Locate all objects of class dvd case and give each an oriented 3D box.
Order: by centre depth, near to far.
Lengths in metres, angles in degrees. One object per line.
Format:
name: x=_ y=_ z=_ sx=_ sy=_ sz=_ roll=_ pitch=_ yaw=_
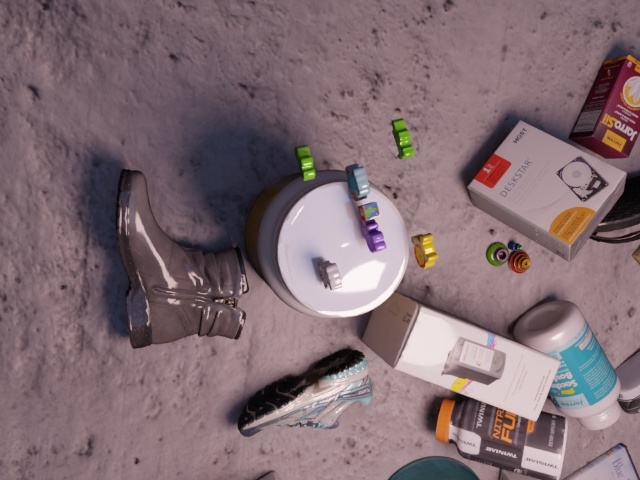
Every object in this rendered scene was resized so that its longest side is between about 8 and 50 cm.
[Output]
dvd case: x=0.626 y=0.604 z=1.436 sx=0.253 sy=0.022 sz=0.180 roll=-28 pitch=100 yaw=-9

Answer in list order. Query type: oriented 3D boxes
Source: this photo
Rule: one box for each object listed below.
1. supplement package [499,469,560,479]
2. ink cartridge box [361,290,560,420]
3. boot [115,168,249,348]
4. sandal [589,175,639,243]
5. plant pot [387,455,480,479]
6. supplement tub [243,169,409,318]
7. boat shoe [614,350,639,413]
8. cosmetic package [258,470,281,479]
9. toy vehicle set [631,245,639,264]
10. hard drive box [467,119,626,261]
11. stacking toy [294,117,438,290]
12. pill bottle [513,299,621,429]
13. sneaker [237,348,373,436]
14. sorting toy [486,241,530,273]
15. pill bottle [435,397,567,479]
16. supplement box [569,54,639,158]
supplement package: x=0.445 y=0.636 z=1.325 sx=0.133 sy=0.139 sz=0.244 roll=9 pitch=95 yaw=-3
ink cartridge box: x=0.261 y=0.214 z=1.214 sx=0.306 sy=0.226 sz=0.131 roll=21 pitch=89 yaw=-13
boot: x=-0.252 y=0.028 z=1.151 sx=0.222 sy=0.118 sz=0.338 roll=-7 pitch=107 yaw=-15
sandal: x=0.675 y=-0.063 z=1.323 sx=0.445 sy=0.167 sz=0.107 roll=-14 pitch=115 yaw=-11
plant pot: x=0.266 y=0.608 z=1.235 sx=0.271 sy=0.255 sz=0.272 roll=-1 pitch=95 yaw=-13
supplement tub: x=0.000 y=0.000 z=1.080 sx=0.240 sy=0.331 sz=0.241 roll=-1 pitch=95 yaw=-12
boat shoe: x=0.795 y=0.280 z=1.396 sx=0.306 sy=0.113 sz=0.105 roll=-37 pitch=110 yaw=-1
cosmetic package: x=-0.110 y=0.718 z=1.123 sx=0.329 sy=0.327 sz=0.394 roll=-30 pitch=100 yaw=-8
toy vehicle set: x=0.852 y=0.063 z=1.431 sx=0.267 sy=0.035 sz=0.166 roll=44 pitch=85 yaw=-13
hard drive box: x=0.440 y=-0.099 z=1.232 sx=0.232 sy=0.089 sz=0.181 roll=36 pitch=85 yaw=30
stacking toy: x=0.064 y=-0.048 z=0.898 sx=0.166 sy=0.052 sz=0.221 roll=-15 pitch=96 yaw=-13
pill bottle: x=0.530 y=0.268 z=1.320 sx=0.146 sy=0.146 sz=0.264 roll=-35 pitch=101 yaw=-8
sneaker: x=-0.021 y=0.328 z=1.222 sx=0.283 sy=0.110 sz=0.122 roll=-23 pitch=103 yaw=-10
sorting toy: x=0.406 y=0.034 z=1.324 sx=0.101 sy=0.042 sz=0.061 roll=17 pitch=91 yaw=-13
pill bottle: x=0.360 y=0.391 z=1.263 sx=0.245 sy=0.130 sz=0.131 roll=9 pitch=93 yaw=20
supplement box: x=0.627 y=-0.279 z=1.327 sx=0.104 sy=0.081 sz=0.188 roll=25 pitch=90 yaw=-14
